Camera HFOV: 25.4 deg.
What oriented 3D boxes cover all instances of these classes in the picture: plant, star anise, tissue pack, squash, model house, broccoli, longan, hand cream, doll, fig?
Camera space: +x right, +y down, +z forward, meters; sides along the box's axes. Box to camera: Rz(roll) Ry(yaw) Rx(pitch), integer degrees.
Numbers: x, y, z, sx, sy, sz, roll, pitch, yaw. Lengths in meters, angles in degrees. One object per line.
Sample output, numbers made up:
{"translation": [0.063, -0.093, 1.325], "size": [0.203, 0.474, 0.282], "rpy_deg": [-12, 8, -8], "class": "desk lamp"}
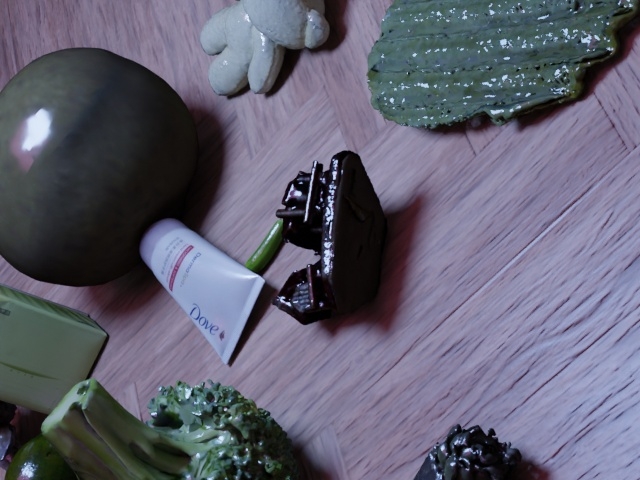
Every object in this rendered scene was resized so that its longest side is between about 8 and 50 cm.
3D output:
{"translation": [0.149, 0.255, 1.488], "size": [0.143, 0.094, 0.092], "rpy_deg": [-55, 21, 31], "class": "plant"}
{"translation": [-0.507, 0.294, 2.236], "size": [0.065, 0.195, 0.182], "rpy_deg": [-19, 14, -9], "class": "star anise"}
{"translation": [-0.473, 0.162, 2.180], "size": [0.125, 0.234, 0.159], "rpy_deg": [31, 94, 53], "class": "tissue pack"}
{"translation": [-0.073, 0.009, 1.953], "size": [0.089, 0.027, 0.027], "rpy_deg": [-54, 37, 15], "class": "squash"}
{"translation": [-0.007, 0.003, 1.783], "size": [0.164, 0.141, 0.203], "rpy_deg": [-3, 70, 39], "class": "model house"}
{"translation": [-0.203, 0.288, 1.754], "size": [0.375, 0.302, 0.249], "rpy_deg": [-30, 3, 25], "class": "broccoli"}
{"translation": [-0.356, -0.106, 2.137], "size": [0.361, 0.361, 0.361], "rpy_deg": [-28, 49, 39], "class": "longan"}
{"translation": [-0.168, 0.061, 2.007], "size": [0.248, 0.083, 0.133], "rpy_deg": [38, 112, 46], "class": "hand cream"}
{"translation": [-0.086, -0.327, 2.109], "size": [0.278, 0.175, 0.149], "rpy_deg": [-30, 10, 49], "class": "doll"}
{"translation": [-0.405, 0.333, 2.123], "size": [0.117, 0.117, 0.177], "rpy_deg": [-32, 25, 36], "class": "fig"}

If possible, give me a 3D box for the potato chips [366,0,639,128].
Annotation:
{"translation": [0.218, -0.305, 1.744], "size": [0.429, 0.070, 0.358], "rpy_deg": [-2, 70, 51], "class": "potato chips"}
